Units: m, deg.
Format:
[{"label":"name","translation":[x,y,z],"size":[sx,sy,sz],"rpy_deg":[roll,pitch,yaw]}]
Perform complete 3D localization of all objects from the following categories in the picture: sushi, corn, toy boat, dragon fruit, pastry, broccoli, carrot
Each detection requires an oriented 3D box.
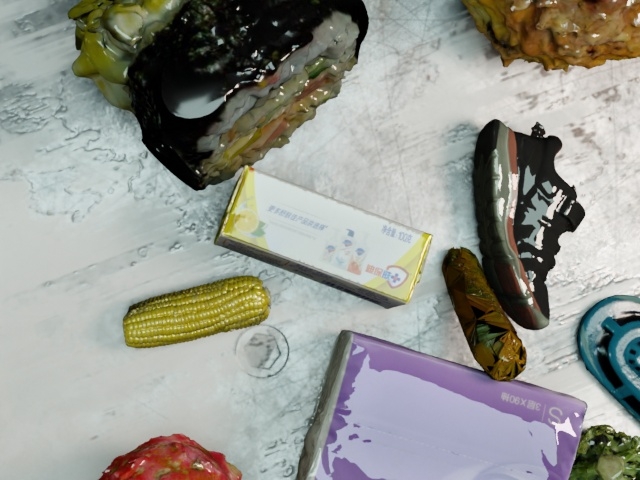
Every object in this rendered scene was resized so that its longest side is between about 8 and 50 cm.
[{"label":"sushi","translation":[-0.135,-0.257,1.750],"size":[0.329,0.328,0.285],"rpy_deg":[-40,81,-5]},{"label":"corn","translation":[-0.164,0.097,1.854],"size":[0.203,0.072,0.072],"rpy_deg":[-14,89,-5]},{"label":"toy boat","translation":[0.484,0.198,1.908],"size":[0.299,0.092,0.134],"rpy_deg":[44,87,-3]},{"label":"dragon fruit","translation":[-0.198,0.346,1.749],"size":[0.210,0.268,0.205],"rpy_deg":[35,87,27]},{"label":"pastry","translation":[0.378,-0.408,1.819],"size":[0.337,0.292,0.405],"rpy_deg":[13,91,-6]},{"label":"broccoli","translation":[0.391,0.314,1.877],"size":[0.130,0.120,0.131],"rpy_deg":[-40,67,1]},{"label":"carrot","translation":[0.212,0.095,1.832],"size":[0.069,0.228,0.069],"rpy_deg":[-7,128,-9]}]

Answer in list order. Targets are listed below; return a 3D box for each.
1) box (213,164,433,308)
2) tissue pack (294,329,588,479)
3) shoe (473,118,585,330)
[{"label":"box","translation":[0.000,0.000,1.828],"size":[0.265,0.168,0.097],"rpy_deg":[20,83,-3]},{"label":"tissue pack","translation":[0.149,0.274,1.832],"size":[0.338,0.160,0.242],"rpy_deg":[16,85,-6]},{"label":"shoe","translation":[0.289,-0.023,1.890],"size":[0.137,0.114,0.291],"rpy_deg":[-4,85,-11]}]
